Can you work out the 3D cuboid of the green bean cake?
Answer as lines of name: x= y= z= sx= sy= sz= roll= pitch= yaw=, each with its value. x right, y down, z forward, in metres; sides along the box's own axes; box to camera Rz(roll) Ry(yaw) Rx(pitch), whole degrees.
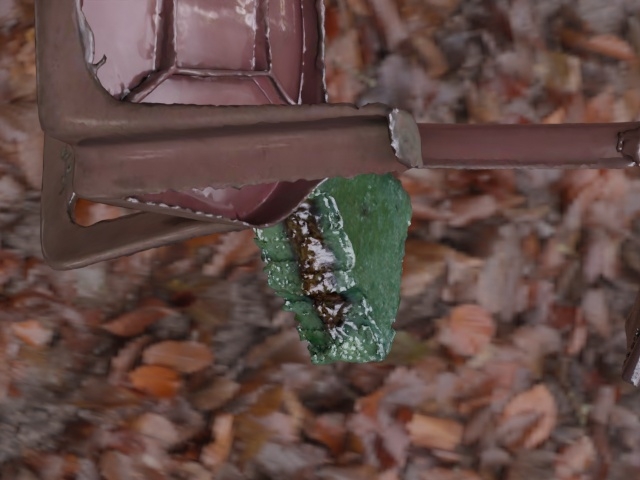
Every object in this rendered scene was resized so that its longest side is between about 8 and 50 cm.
green bean cake: x=0.000 y=0.000 z=1.551 sx=0.208 sy=0.107 sz=0.193 roll=48 pitch=47 yaw=-52

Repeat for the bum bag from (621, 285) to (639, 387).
bum bag: x=0.370 y=0.088 z=1.834 sx=0.026 sy=0.159 sz=0.109 roll=18 pitch=114 yaw=0

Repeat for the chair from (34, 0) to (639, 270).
chair: x=-0.054 y=-0.086 z=0.617 sx=0.183 sy=0.326 sz=0.176 roll=11 pitch=77 yaw=-53
